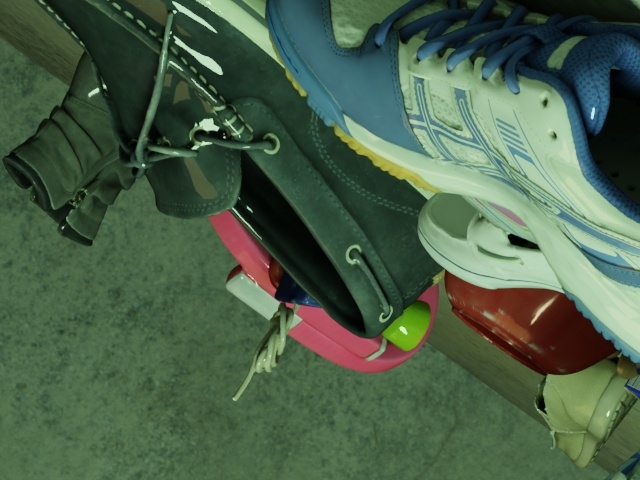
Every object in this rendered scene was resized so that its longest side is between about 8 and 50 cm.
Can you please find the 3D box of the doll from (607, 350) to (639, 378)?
[{"bbox_3d":[0.303,0.109,1.345,0.189,0.046,0.129,23,167,44],"label":"doll"}]

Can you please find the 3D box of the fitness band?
[{"bbox_3d":[0.000,0.000,1.678,0.291,0.209,0.054,37,131,-25],"label":"fitness band"}]

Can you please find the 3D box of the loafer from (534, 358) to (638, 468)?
[{"bbox_3d":[0.275,0.165,1.875,0.092,0.102,0.268,36,166,12],"label":"loafer"}]

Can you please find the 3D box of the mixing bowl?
[{"bbox_3d":[0.160,0.036,1.327,0.181,0.098,0.181,35,177,2],"label":"mixing bowl"}]

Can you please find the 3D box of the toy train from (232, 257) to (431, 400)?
[{"bbox_3d":[0.032,0.055,1.547,0.143,0.248,0.105,30,168,-24],"label":"toy train"}]

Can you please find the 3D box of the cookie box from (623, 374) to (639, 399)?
[{"bbox_3d":[0.333,0.150,1.580,0.092,0.040,0.107,36,176,-22],"label":"cookie box"}]

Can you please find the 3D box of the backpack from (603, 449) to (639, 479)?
[{"bbox_3d":[0.256,0.243,1.121,0.273,0.355,0.290,34,176,29],"label":"backpack"}]

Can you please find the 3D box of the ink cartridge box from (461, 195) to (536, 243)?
[{"bbox_3d":[0.134,-0.037,0.966,0.109,0.062,0.209,39,174,-30],"label":"ink cartridge box"}]

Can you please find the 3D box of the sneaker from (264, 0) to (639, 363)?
[{"bbox_3d":[0.101,-0.069,0.800,0.296,0.112,0.131,37,153,18],"label":"sneaker"}]

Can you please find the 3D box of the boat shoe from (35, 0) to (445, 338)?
[{"bbox_3d":[-0.084,-0.096,1.336,0.500,0.156,0.187,39,171,-27],"label":"boat shoe"}]

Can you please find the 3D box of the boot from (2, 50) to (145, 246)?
[{"bbox_3d":[-0.194,-0.086,1.882,0.118,0.223,0.338,32,174,35],"label":"boot"}]

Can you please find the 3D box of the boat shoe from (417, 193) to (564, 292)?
[{"bbox_3d":[0.143,-0.012,1.168,0.226,0.083,0.076,15,150,45],"label":"boat shoe"}]
